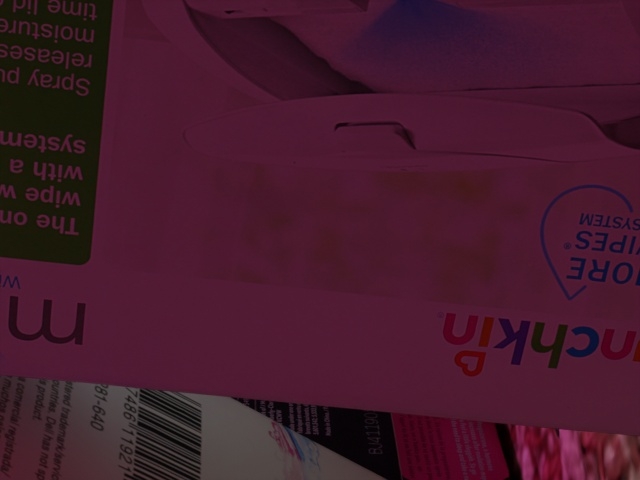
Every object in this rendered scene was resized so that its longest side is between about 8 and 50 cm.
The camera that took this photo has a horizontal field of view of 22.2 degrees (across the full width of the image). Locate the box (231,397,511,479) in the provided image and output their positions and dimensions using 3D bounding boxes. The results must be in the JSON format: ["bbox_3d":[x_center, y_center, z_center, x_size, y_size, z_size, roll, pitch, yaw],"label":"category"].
[{"bbox_3d":[-0.004,0.136,0.808,0.247,0.163,0.142,-98,14,-64],"label":"box"}]

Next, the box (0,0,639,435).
[{"bbox_3d":[0.007,-0.076,0.490,0.127,0.261,0.231,-97,16,-62],"label":"box"}]

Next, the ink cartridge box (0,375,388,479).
[{"bbox_3d":[-0.042,0.160,0.544,0.117,0.278,0.201,-48,24,27],"label":"ink cartridge box"}]
